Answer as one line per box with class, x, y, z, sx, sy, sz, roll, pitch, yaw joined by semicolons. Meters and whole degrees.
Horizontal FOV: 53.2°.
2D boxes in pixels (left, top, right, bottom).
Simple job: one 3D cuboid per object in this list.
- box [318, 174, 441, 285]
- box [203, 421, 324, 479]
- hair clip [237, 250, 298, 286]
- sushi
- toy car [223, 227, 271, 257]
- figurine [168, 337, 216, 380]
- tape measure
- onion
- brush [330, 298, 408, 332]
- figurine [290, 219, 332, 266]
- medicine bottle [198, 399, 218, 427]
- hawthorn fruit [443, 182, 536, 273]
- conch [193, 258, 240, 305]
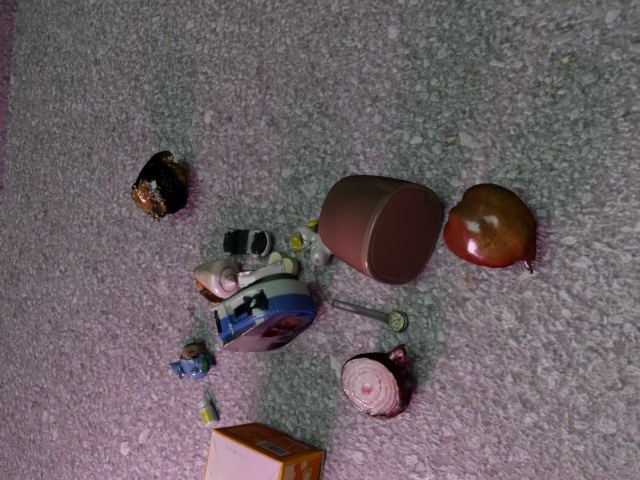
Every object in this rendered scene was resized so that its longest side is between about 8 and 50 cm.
box;0.153;-0.042;1.711;0.216;0.301;0.301;24;97;44
box;-0.173;0.702;1.863;0.284;0.214;0.259;11;92;38
hair clip;-0.160;0.117;2.033;0.219;0.071;0.159;-20;73;30
sushi;-0.567;-0.199;2.309;0.213;0.204;0.200;54;143;-8
toy car;-0.243;0.008;2.120;0.205;0.056;0.095;2;84;33
figurine;-0.448;0.405;2.182;0.178;0.114;0.144;-20;69;41
tape measure;-0.153;0.211;1.897;0.262;0.259;0.138;-38;63;25
onion;0.173;0.359;1.714;0.195;0.140;0.218;39;105;30
brush;0.131;0.209;1.836;0.266;0.027;0.062;11;89;37
figurine;-0.002;0.007;1.932;0.178;0.109;0.129;28;77;32
medicine bottle;-0.375;0.577;2.130;0.047;0.047;0.083;-41;63;24
hawthorn fruit;0.432;-0.015;1.566;0.248;0.208;0.208;41;107;16
conch;-0.342;0.126;2.153;0.255;0.127;0.158;21;130;56
